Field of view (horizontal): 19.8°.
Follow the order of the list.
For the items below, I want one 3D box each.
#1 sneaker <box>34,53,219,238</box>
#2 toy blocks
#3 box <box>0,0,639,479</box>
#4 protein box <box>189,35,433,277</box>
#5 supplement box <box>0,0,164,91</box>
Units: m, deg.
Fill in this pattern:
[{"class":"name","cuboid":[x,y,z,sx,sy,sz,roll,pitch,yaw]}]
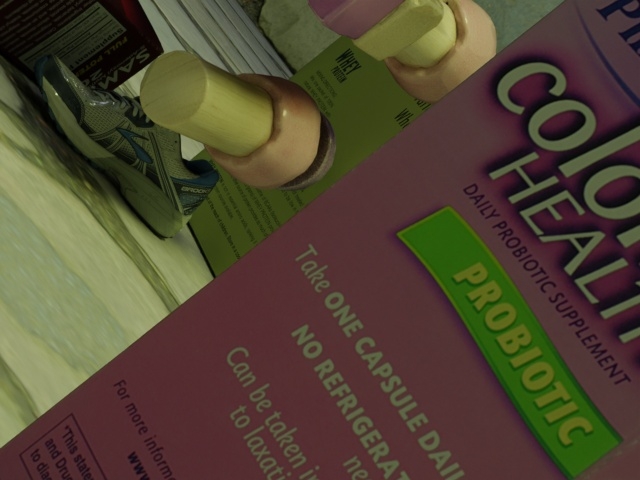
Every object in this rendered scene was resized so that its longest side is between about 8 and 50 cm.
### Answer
[{"class":"sneaker","cuboid":[-0.110,-0.065,1.058,0.135,0.058,0.052,47,6,-32]},{"class":"toy blocks","cuboid":[0.029,-0.209,1.073,0.288,0.309,0.260,63,18,21]},{"class":"box","cuboid":[0.061,0.075,0.541,0.117,0.243,0.213,54,5,36]},{"class":"protein box","cuboid":[0.039,-0.017,1.195,0.136,0.201,0.200,47,6,-35]},{"class":"supplement box","cuboid":[-0.193,-0.185,1.041,0.130,0.073,0.239,61,9,32]}]
